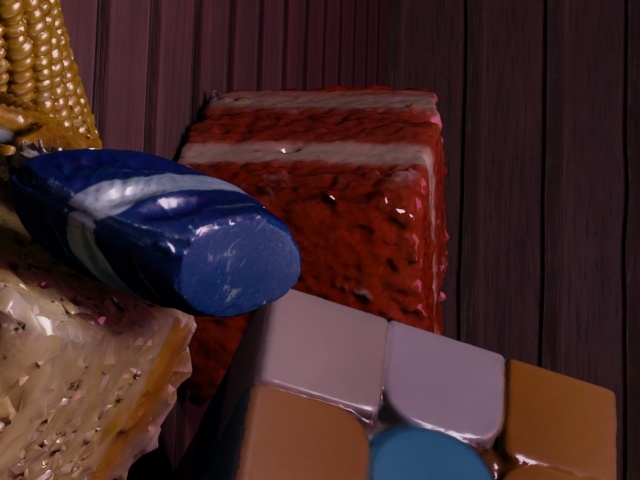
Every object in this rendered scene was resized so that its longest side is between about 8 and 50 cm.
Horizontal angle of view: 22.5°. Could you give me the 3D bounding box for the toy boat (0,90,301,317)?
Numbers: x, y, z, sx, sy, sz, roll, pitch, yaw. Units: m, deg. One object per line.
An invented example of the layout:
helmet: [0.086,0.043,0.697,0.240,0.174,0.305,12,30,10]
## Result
toy boat: [-0.151,-0.042,0.820,0.067,0.291,0.220,-66,155,3]

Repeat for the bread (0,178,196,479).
bread: [-0.249,0.090,0.804,0.315,0.279,0.248,-47,174,8]

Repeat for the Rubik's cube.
Rubik's cube: [0.040,0.304,1.426,0.347,0.344,0.346,119,-14,-45]

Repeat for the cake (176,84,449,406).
cake: [0.000,0.000,1.686,0.319,0.269,0.270,-71,159,-60]

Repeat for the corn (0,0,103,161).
corn: [-0.201,-0.111,1.003,0.106,0.106,0.293,-78,163,-50]
